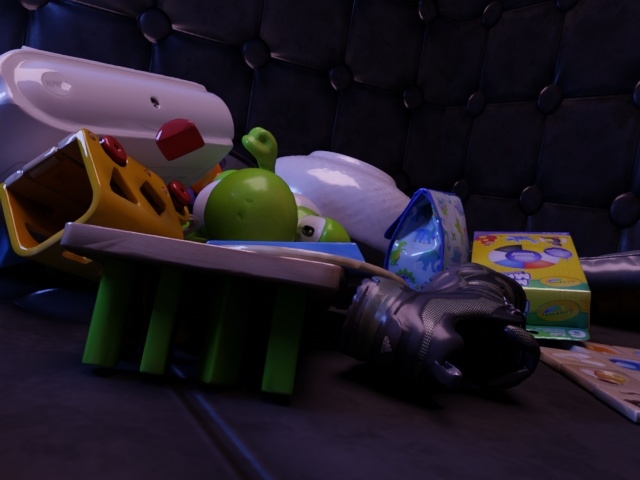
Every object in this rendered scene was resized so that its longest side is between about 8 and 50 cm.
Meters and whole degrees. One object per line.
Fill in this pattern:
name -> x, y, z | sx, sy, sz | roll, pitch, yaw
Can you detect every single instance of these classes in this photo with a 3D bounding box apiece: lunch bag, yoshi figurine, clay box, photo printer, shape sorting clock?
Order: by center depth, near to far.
shape sorting clock -> -0.021, 0.040, 0.545 | 0.206, 0.040, 0.206 | 3, -17, 1
photo printer -> -0.276, -0.085, 0.637 | 0.256, 0.107, 0.307 | -32, -10, 28
clay box -> 0.247, 0.047, 0.710 | 0.127, 0.053, 0.222 | 1, 19, 15
lunch bag -> 0.145, 0.009, 0.774 | 0.096, 0.151, 0.129 | 12, 6, 29
yoshi figurine -> -0.118, -0.042, 0.774 | 0.203, 0.203, 0.362 | -12, 19, -37

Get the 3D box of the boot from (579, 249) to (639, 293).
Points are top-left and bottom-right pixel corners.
boot -> 0.404, 0.058, 0.832 | 0.208, 0.076, 0.189 | 4, 21, 15

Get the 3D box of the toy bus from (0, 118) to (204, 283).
toy bus -> -0.178, -0.007, 0.530 | 0.202, 0.104, 0.191 | -10, -30, -30

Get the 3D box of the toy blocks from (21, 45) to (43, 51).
toy blocks -> -0.421, -0.123, 0.913 | 0.288, 0.260, 0.309 | 42, 23, 28

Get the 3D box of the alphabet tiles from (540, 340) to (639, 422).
alphabet tiles -> 0.380, 0.140, 0.506 | 0.342, 0.011, 0.285 | 9, 5, -5

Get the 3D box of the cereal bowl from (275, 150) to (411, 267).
cereal bowl -> 0.036, -0.061, 1.033 | 0.339, 0.141, 0.339 | 21, -4, 2

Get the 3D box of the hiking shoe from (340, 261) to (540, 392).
hiking shoe -> 0.119, 0.077, 0.458 | 0.227, 0.086, 0.114 | -4, 26, -47

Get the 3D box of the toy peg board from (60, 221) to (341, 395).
toy peg board -> -0.075, 0.053, 0.403 | 0.161, 0.079, 0.160 | 10, -11, 0

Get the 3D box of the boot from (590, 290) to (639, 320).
boot -> 0.519, 0.086, 0.903 | 0.220, 0.109, 0.283 | 0, 18, -18

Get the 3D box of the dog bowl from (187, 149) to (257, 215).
dog bowl -> -0.366, -0.162, 1.455 | 0.408, 0.150, 0.408 | 15, -7, 2
